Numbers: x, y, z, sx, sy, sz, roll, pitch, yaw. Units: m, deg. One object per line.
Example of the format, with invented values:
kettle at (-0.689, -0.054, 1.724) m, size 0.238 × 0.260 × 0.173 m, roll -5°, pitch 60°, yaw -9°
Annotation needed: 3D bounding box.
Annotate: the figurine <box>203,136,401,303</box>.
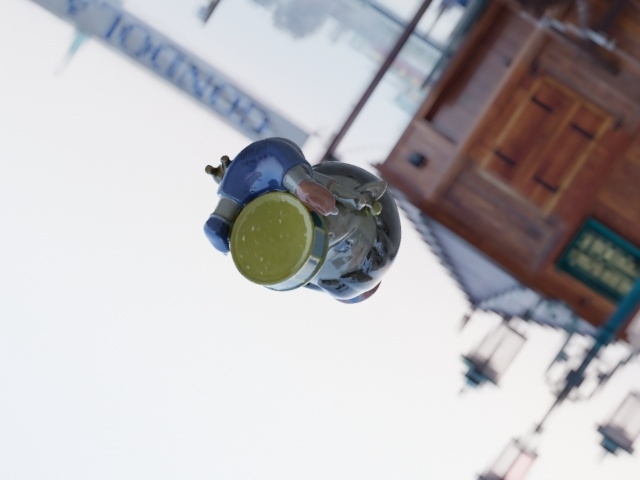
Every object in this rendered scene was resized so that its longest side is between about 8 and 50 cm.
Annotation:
figurine at (-0.001, -0.009, 1.673) m, size 0.275 × 0.161 × 0.158 m, roll 18°, pitch -121°, yaw -57°
